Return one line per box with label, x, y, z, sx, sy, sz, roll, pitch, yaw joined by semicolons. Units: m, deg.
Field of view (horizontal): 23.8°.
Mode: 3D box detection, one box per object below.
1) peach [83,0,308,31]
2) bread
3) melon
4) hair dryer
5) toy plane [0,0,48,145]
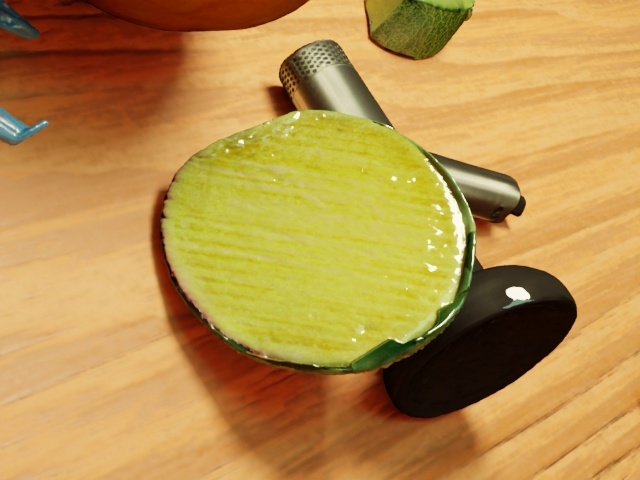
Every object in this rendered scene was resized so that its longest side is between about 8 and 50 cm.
peach;-0.109;-0.310;1.094;0.343;0.302;0.342;8;78;-42
bread;0.000;0.000;1.090;0.229;0.033;0.228;2;56;-3
melon;0.103;-0.259;1.509;0.118;0.064;0.209;26;40;-27
hair dryer;0.130;-0.020;1.261;0.284;0.155;0.320;5;48;-35
toy plane;-0.283;-0.148;0.917;0.254;0.105;0.271;53;35;1
